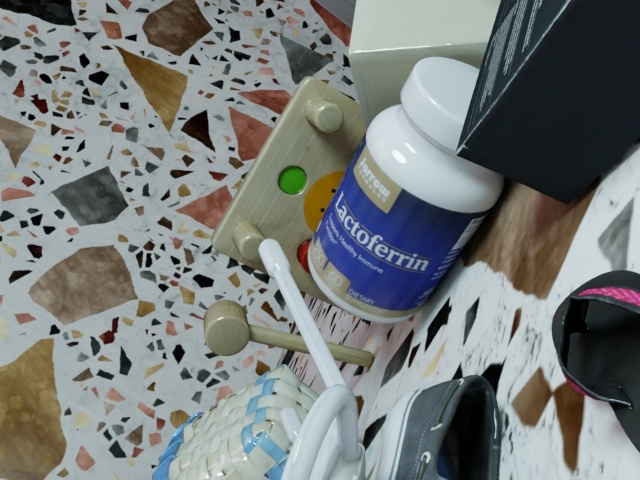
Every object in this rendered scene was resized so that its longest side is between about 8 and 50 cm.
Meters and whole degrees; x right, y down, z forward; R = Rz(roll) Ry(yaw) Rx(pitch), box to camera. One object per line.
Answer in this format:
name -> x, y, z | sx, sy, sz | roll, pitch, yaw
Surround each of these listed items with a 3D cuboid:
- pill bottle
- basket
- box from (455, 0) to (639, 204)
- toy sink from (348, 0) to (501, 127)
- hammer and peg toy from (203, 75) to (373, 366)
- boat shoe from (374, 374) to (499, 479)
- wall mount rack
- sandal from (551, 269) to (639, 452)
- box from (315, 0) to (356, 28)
pill bottle -> 0.098, -0.048, 0.758 | 0.153, 0.153, 0.264 | -70, 6, -51
basket -> -0.097, 0.296, 0.765 | 0.289, 0.201, 0.255 | -40, 9, 13
box -> 0.206, -0.187, 0.525 | 0.184, 0.103, 0.261 | 114, 178, -57
toy sink -> 0.163, -0.225, 0.815 | 0.131, 0.234, 0.152 | 68, -155, -54
hammer and peg toy -> 0.000, 0.000, 0.956 | 0.361, 0.266, 0.127 | -60, 24, 9
boat shoe -> 0.076, 0.163, 0.413 | 0.076, 0.080, 0.228 | -37, 14, 29
wall mount rack -> -0.030, 0.181, 0.486 | 0.304, 0.130, 0.350 | -61, -24, -47
sandal -> 0.144, 0.052, 0.344 | 0.179, 0.040, 0.067 | -82, 16, -77
box -> 0.104, -0.371, 0.881 | 0.231, 0.262, 0.126 | -9, 71, 37
